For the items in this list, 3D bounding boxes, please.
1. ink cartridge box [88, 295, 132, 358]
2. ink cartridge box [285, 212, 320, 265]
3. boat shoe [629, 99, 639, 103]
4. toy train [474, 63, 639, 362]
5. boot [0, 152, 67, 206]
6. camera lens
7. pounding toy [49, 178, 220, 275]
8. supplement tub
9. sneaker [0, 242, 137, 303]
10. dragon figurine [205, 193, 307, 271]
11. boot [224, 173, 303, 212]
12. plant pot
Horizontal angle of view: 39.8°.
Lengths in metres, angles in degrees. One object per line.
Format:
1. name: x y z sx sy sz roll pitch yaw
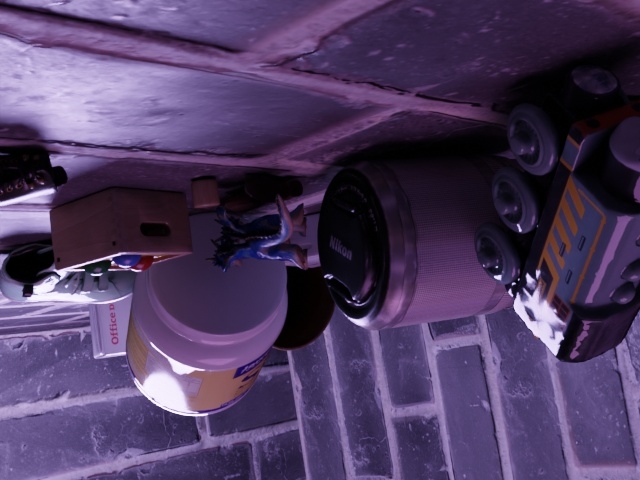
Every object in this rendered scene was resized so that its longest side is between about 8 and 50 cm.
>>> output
1. ink cartridge box: -0.362 0.148 1.865 0.233 0.171 0.168 -5 171 -22
2. ink cartridge box: 0.000 0.000 1.565 0.127 0.072 0.175 -12 172 21
3. boat shoe: 0.453 -0.107 1.118 0.342 0.123 0.123 -4 171 -32
4. toy train: 0.279 -0.021 0.946 0.142 0.190 0.334 -20 142 -21
5. boot: -0.317 -0.060 0.817 0.137 0.076 0.198 -12 -174 -8
6. camera lens: 0.149 -0.003 1.172 0.274 0.219 0.219 -6 172 -24
7. pounding toy: -0.210 -0.013 1.148 0.206 0.094 0.181 -14 171 35
8. supplement tub: -0.186 0.123 1.424 0.241 0.241 0.331 -6 154 -19
9. sneaker: -0.381 0.049 1.414 0.256 0.094 0.151 -8 169 -19
10. dragon figurine: -0.091 -0.002 1.148 0.144 0.085 0.289 -2 177 1
11. boot: -0.097 -0.059 1.181 0.114 0.037 0.106 -9 172 40
12. plant pot: -0.123 0.097 1.754 0.215 0.215 0.230 -3 -176 -39
